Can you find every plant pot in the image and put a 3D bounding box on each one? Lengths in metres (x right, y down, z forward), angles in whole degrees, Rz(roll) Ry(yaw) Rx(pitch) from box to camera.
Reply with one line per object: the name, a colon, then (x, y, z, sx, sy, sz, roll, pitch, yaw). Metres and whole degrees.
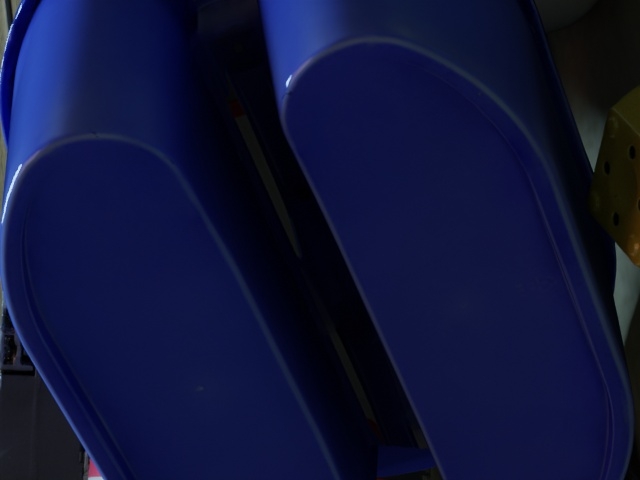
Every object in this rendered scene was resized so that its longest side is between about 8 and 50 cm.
plant pot: (0.154, -0.024, 0.713, 0.081, 0.083, 0.081, -120, 33, -53)

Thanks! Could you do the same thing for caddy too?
caddy: (0.000, 0.000, 0.789, 0.179, 0.241, 0.341, -92, -19, -55)

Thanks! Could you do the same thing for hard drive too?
hard drive: (-0.165, -0.035, 1.162, 0.339, 0.064, 0.236, -98, 13, -59)

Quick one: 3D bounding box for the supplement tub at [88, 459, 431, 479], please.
supplement tub: (-0.025, 0.041, 1.022, 0.191, 0.191, 0.272, 157, 120, -69)

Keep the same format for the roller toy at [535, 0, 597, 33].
roller toy: (0.057, -0.184, 0.869, 0.209, 0.146, 0.191, 100, 153, -56)

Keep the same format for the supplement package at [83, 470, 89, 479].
supplement package: (-0.127, 0.212, 1.218, 0.177, 0.293, 0.175, -172, 79, -70)
